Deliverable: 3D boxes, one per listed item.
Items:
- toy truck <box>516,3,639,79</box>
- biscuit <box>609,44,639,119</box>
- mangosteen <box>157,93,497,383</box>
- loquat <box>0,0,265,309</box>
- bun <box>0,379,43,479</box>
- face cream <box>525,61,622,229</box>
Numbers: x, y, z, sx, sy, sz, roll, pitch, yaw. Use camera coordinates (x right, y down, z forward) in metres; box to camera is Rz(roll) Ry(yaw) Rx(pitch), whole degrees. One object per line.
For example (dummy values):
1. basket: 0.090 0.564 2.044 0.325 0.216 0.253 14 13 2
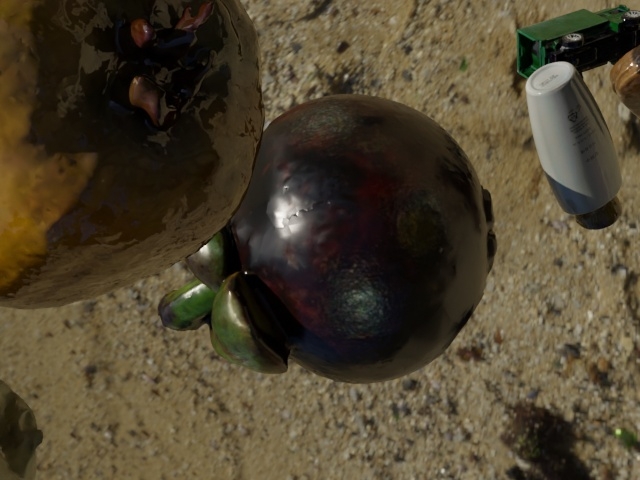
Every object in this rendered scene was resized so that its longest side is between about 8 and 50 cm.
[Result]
1. toy truck: 0.322 -0.237 1.100 0.147 0.079 0.065 -20 126 -13
2. biscuit: 0.498 -0.197 1.047 0.277 0.052 0.262 -27 149 26
3. mangosteen: 0.019 0.004 0.896 0.311 0.311 0.311 8 119 15
4. loquat: -0.122 -0.062 0.409 0.234 0.176 0.187 -13 124 42
5. bun: -0.191 0.150 0.388 0.116 0.210 0.237 33 122 -19
6. face cream: 0.242 -0.085 0.859 0.072 0.051 0.182 -37 128 -3
